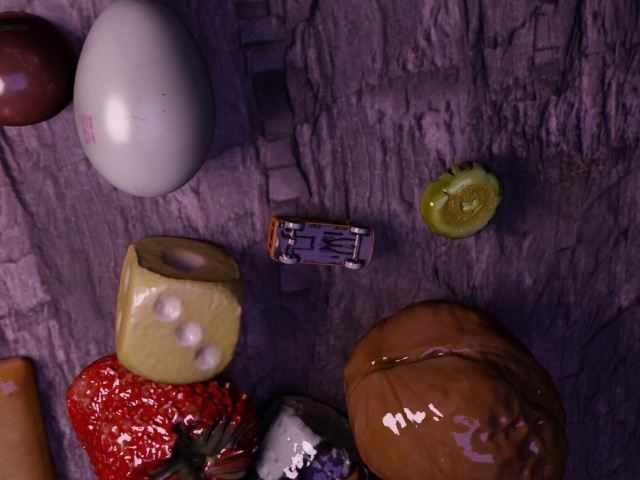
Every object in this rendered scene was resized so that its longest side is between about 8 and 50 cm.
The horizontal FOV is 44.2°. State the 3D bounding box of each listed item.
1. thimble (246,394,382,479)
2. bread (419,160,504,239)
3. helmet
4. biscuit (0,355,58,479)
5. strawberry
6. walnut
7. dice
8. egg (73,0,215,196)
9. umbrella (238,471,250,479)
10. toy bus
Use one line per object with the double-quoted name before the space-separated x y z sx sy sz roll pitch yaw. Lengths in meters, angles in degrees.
"thimble" -0.013 0.375 1.344 0.237 0.237 0.150 33 97 -27
"bread" 0.231 -0.068 1.297 0.130 0.071 0.139 26 105 -22
"helmet" -0.408 -0.211 1.022 0.175 0.106 0.155 -1 113 -12
"biscuit" -0.549 0.326 1.242 0.237 0.062 0.290 -6 113 -14
"strawberry" -0.247 0.298 1.251 0.261 0.258 0.261 -22 129 -30
"walnut" 0.225 0.286 1.300 0.398 0.354 0.308 35 130 -23
"dice" -0.214 0.102 1.181 0.166 0.169 0.169 7 111 -19
"egg" -0.231 -0.187 1.041 0.183 0.183 0.264 -5 108 -15
"umbrella" -0.107 0.488 1.446 0.071 0.071 0.248 -18 119 -8
"toy bus" 0.000 0.000 1.256 0.162 0.074 0.069 5 104 -17
